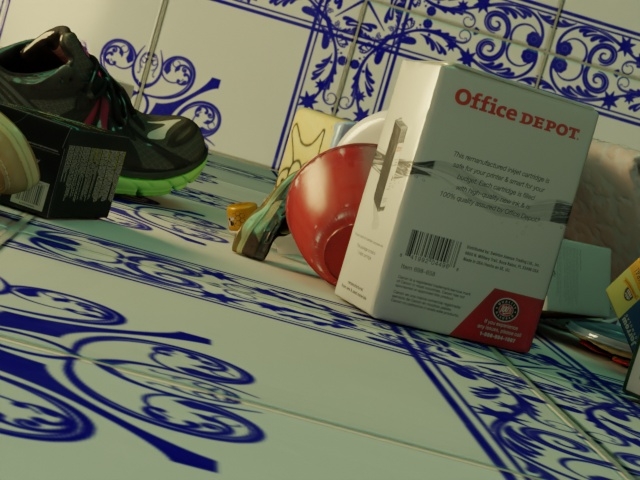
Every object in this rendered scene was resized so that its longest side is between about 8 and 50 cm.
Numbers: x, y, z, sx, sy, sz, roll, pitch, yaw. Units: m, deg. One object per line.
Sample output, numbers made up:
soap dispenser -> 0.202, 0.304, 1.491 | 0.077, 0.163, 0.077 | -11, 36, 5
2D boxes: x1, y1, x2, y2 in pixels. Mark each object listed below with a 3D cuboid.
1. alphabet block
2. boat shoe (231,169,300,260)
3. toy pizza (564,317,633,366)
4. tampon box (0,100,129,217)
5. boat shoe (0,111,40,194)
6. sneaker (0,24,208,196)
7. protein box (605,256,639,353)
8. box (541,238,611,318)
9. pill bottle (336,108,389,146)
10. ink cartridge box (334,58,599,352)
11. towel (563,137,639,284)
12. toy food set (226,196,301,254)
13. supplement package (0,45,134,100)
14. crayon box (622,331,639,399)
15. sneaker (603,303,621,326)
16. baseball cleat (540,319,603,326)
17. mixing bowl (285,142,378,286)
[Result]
alphabet block -> 0.055, -0.086, 2.313 | 0.193, 0.192, 0.197 | 16, 6, -23
boat shoe -> -0.050, -0.027, 1.795 | 0.049, 0.152, 0.056 | 34, -37, 8
toy pizza -> 0.390, 0.136, 1.797 | 0.201, 0.032, 0.201 | 15, 6, -2
tampon box -> -0.305, -0.088, 1.648 | 0.120, 0.101, 0.161 | 18, 4, 14
boat shoe -> -0.400, -0.091, 1.517 | 0.285, 0.104, 0.089 | 14, 40, 37
sneaker -> -0.325, -0.179, 2.015 | 0.185, 0.202, 0.483 | 21, 7, 41
protein box -> 0.468, 0.064, 1.648 | 0.201, 0.200, 0.136 | 11, 45, -33
box -> 0.268, 0.049, 1.862 | 0.130, 0.091, 0.170 | -3, -8, 37
pill bottle -> 0.196, -0.074, 2.076 | 0.229, 0.229, 0.408 | 19, 14, 28
ink cartridge box -> 0.155, -0.039, 1.592 | 0.197, 0.272, 0.114 | 14, 5, -23
towel -> 0.414, -0.025, 2.287 | 0.053, 0.317, 0.332 | -28, 25, -21
toy food set -> 0.000, 0.000, 1.890 | 0.232, 0.104, 0.111 | -1, 12, 21
supplement package -> -0.425, -0.197, 2.219 | 0.194, 0.149, 0.203 | 11, 6, -45
crayon box -> 0.529, 0.172, 1.413 | 0.313, 0.106, 0.363 | 14, 5, -34
sneaker -> 0.418, 0.097, 2.113 | 0.038, 0.069, 0.098 | 20, 6, 31
baseball cleat -> 0.309, 0.050, 2.026 | 0.109, 0.072, 0.206 | 15, 21, -24
mixing bowl -> 0.048, -0.009, 1.687 | 0.181, 0.181, 0.098 | 15, 32, -9
